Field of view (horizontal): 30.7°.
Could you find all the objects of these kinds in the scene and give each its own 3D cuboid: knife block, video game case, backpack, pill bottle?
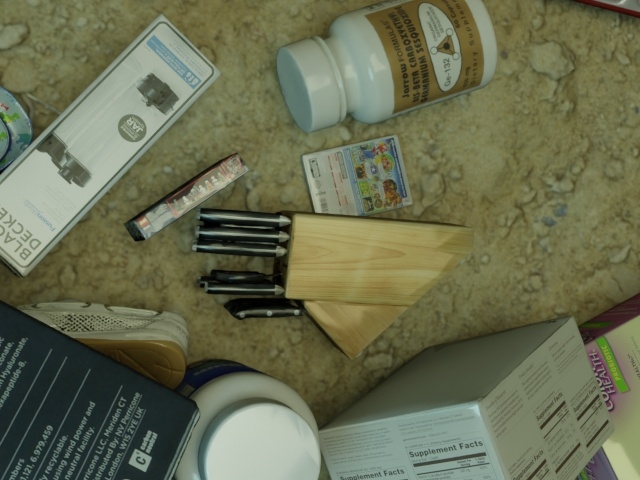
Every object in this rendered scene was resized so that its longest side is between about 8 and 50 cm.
[{"bbox_3d":[0.000,0.000,1.316,0.276,0.088,0.242,-41,103,-6],"label":"knife block"},{"bbox_3d":[0.044,-0.071,1.381,0.122,0.011,0.087,-14,92,-15],"label":"video game case"},{"bbox_3d":[-0.365,-0.110,1.229,0.114,0.084,0.105,-37,101,-16],"label":"backpack"},{"bbox_3d":[0.074,-0.205,1.331,0.229,0.131,0.131,-20,94,-15],"label":"pill bottle"},{"bbox_3d":[-0.087,0.206,1.202,0.152,0.272,0.152,0,89,-16],"label":"pill bottle"}]

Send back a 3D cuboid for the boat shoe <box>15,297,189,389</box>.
[{"bbox_3d":[-0.277,0.109,1.249,0.277,0.096,0.098,4,123,0],"label":"boat shoe"}]

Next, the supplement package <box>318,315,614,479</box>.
[{"bbox_3d":[0.160,0.205,1.250,0.262,0.204,0.145,-26,97,-54],"label":"supplement package"}]

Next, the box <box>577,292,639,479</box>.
[{"bbox_3d":[0.407,0.185,1.416,0.243,0.117,0.213,-27,92,-16],"label":"box"}]

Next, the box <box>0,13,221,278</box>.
[{"bbox_3d":[-0.244,-0.093,1.219,0.087,0.169,0.290,44,79,-11],"label":"box"}]

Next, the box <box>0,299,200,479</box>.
[{"bbox_3d":[-0.363,0.193,1.081,0.396,0.293,0.212,29,56,-12],"label":"box"}]

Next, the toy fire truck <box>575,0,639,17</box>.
[{"bbox_3d":[0.316,-0.412,1.401,0.302,0.169,0.253,10,105,-14],"label":"toy fire truck"}]

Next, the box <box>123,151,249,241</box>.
[{"bbox_3d":[-0.149,-0.047,1.283,0.137,0.094,0.027,-35,97,-13],"label":"box"}]
